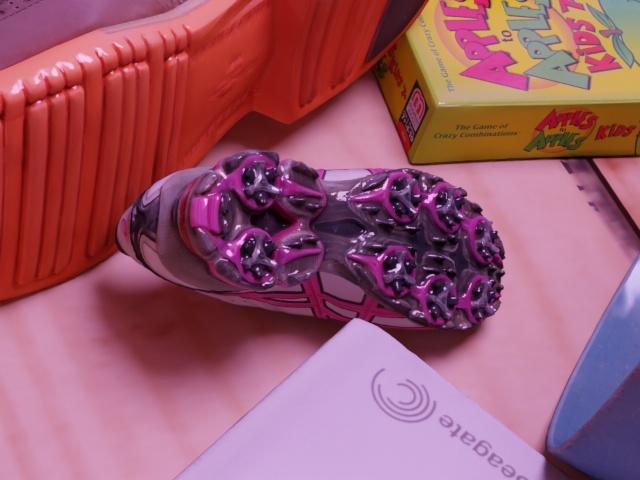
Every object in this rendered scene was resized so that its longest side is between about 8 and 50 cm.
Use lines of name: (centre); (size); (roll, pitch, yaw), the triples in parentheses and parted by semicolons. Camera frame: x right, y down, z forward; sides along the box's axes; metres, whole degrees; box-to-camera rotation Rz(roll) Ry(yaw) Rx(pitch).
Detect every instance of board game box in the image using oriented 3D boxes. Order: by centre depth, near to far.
board game box: (0.120, -0.089, 0.952); (0.181, 0.043, 0.092); (-3, 52, -23)

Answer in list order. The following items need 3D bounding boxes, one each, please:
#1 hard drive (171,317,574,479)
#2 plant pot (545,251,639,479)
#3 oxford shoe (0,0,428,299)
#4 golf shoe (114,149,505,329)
hard drive: (-0.005, 0.196, 0.652); (0.233, 0.047, 0.353); (38, 48, 14)
plant pot: (0.251, 0.016, 0.749); (0.195, 0.290, 0.290); (33, 47, 3)
oxford shoe: (-0.105, -0.085, 0.807); (0.132, 0.130, 0.363); (40, 48, 21)
golf shoe: (0.000, 0.000, 0.808); (0.186, 0.086, 0.067); (14, 77, -38)
